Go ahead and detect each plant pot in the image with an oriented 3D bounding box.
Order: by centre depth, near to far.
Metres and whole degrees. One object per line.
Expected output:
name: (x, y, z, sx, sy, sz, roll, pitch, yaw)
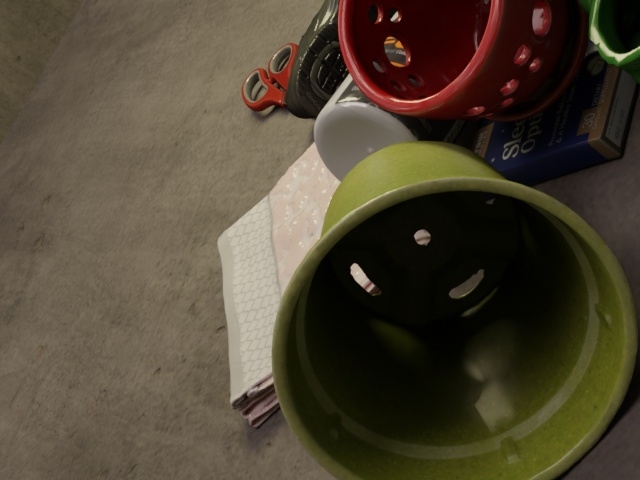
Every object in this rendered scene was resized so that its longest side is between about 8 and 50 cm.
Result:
plant pot: (0.095, 0.037, 1.157, 0.276, 0.276, 0.254, -49, 16, 16)
plant pot: (0.141, -0.202, 1.276, 0.191, 0.174, 0.191, -2, 87, 46)

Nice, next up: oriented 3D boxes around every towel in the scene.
towel: (0.000, 0.000, 1.560, 0.317, 0.053, 0.332, -44, 30, 24)

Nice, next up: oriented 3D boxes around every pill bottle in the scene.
pill bottle: (0.102, -0.163, 1.447, 0.130, 0.130, 0.246, -23, 25, 48)

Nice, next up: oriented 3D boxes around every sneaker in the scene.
sneaker: (0.031, -0.277, 1.766, 0.286, 0.109, 0.130, -59, 16, -16)

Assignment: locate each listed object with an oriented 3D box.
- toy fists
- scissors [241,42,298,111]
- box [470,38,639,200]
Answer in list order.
toy fists: (0.277, -0.201, 1.191, 0.096, 0.142, 0.279, -49, 35, 28)
scissors: (-0.043, -0.183, 1.876, 0.109, 0.021, 0.297, -42, 31, 10)
box: (0.210, -0.116, 1.350, 0.225, 0.036, 0.136, -20, 44, 52)
